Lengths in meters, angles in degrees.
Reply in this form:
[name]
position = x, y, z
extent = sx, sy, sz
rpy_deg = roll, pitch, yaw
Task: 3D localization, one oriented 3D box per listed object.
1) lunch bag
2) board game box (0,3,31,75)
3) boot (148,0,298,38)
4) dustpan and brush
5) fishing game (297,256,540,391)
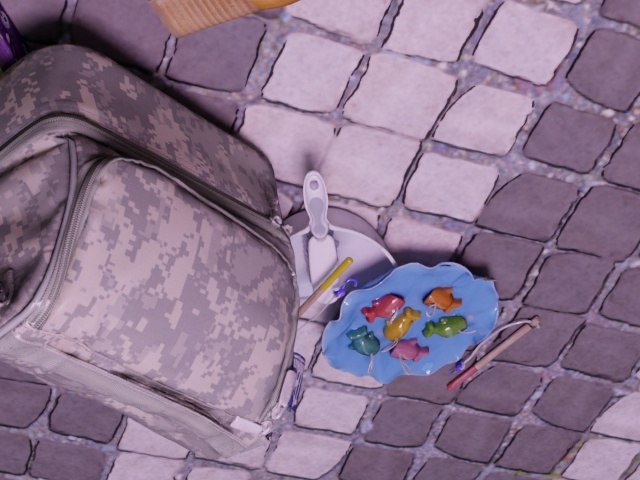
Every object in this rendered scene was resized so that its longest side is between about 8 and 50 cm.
[lunch bag]
position = -0.162, 0.028, 1.135
extent = 0.212, 0.256, 0.305
rpy_deg = -31, 139, 26
[board game box]
position = -0.393, -0.228, 1.052
extent = 0.208, 0.056, 0.347
rpy_deg = -19, 131, 8
[boot]
position = -0.075, -0.289, 0.993
extent = 0.211, 0.104, 0.295
rpy_deg = -25, 134, 11
[dustpan and brush]
position = 0.000, 0.000, 1.280
extent = 0.147, 0.060, 0.211
rpy_deg = -6, 133, 1
[fishing game]
position = 0.093, 0.089, 1.356
extent = 0.264, 0.041, 0.189
rpy_deg = 22, 128, -38
